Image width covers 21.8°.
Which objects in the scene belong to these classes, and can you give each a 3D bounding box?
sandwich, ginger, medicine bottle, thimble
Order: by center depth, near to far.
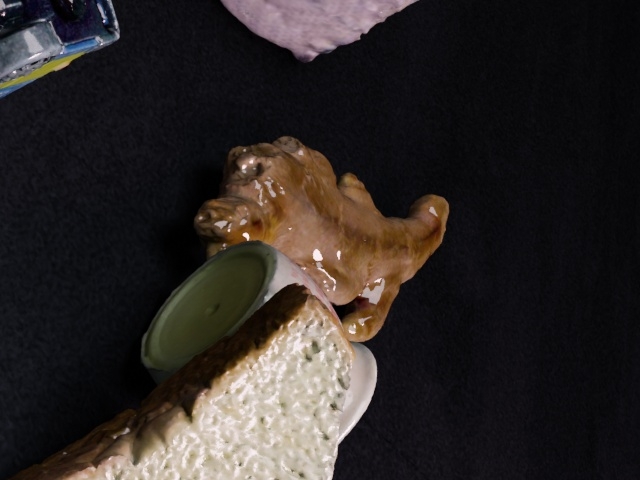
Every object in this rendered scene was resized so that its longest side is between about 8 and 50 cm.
[{"bbox_3d":[-0.061,0.206,1.184,0.288,0.099,0.254,-37,98,-16],"label":"sandwich"},{"bbox_3d":[-0.047,0.096,1.318,0.143,0.147,0.147,48,42,-26],"label":"medicine bottle"},{"bbox_3d":[-0.001,-0.001,1.485,0.333,0.080,0.166,24,70,-51],"label":"ginger"},{"bbox_3d":[-0.010,-0.304,1.553,0.217,0.157,0.245,-39,104,-51],"label":"thimble"}]

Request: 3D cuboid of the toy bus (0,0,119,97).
[{"bbox_3d":[-0.301,-0.139,1.087,0.312,0.190,0.152,-28,95,-52],"label":"toy bus"}]
